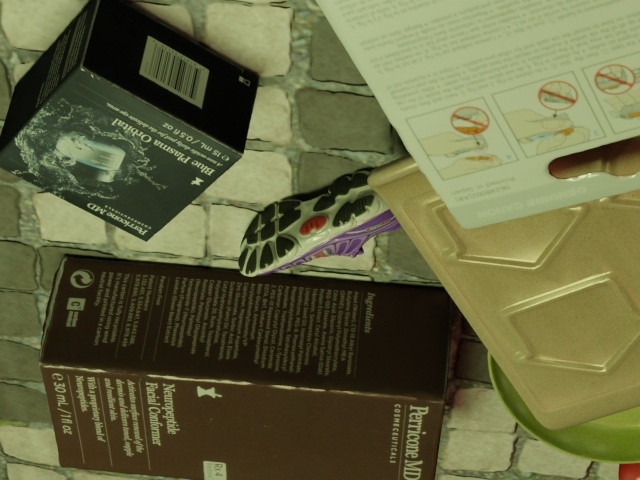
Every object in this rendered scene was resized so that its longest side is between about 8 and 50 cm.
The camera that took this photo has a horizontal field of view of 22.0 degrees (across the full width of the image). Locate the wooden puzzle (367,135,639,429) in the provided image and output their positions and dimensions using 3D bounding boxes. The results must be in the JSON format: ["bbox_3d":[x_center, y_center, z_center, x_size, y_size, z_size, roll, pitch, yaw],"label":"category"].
[{"bbox_3d":[0.260,-0.004,1.394,0.322,0.080,0.348,-21,123,29],"label":"wooden puzzle"}]

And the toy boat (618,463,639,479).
[{"bbox_3d":[0.442,0.222,1.614,0.318,0.148,0.267,-15,136,25],"label":"toy boat"}]

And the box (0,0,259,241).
[{"bbox_3d":[-0.161,-0.099,1.364,0.156,0.093,0.158,28,138,-24],"label":"box"}]

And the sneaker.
[{"bbox_3d":[0.000,0.000,1.482,0.170,0.068,0.071,-20,139,29],"label":"sneaker"}]

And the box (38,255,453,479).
[{"bbox_3d":[-0.068,0.138,1.606,0.381,0.143,0.191,3,141,2],"label":"box"}]

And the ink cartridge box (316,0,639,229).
[{"bbox_3d":[0.167,-0.189,1.188,0.308,0.091,0.385,-14,134,24],"label":"ink cartridge box"}]

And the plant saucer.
[{"bbox_3d":[0.278,0.104,1.540,0.241,0.037,0.241,4,122,7],"label":"plant saucer"}]
